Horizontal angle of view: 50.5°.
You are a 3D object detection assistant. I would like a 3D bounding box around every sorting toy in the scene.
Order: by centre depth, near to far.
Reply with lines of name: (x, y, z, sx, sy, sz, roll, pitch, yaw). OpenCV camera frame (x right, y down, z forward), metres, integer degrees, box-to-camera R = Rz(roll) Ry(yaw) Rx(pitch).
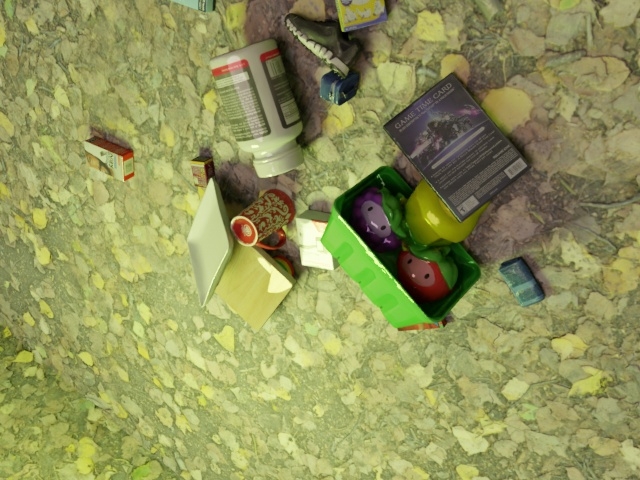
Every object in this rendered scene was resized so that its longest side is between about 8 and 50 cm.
sorting toy: (-0.207, 0.101, 2.055, 0.255, 0.089, 0.257, 43, 130, 6)

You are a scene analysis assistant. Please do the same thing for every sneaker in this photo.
sneaker: (0.012, -0.481, 1.593, 0.106, 0.078, 0.234, -48, 62, 8)

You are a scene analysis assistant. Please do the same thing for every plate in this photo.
plate: (-0.314, 0.007, 1.971, 0.278, 0.045, 0.277, -61, 36, 39)

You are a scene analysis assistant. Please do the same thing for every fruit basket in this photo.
fruit basket: (0.230, -0.020, 1.584, 0.392, 0.283, 0.392, 24, 132, 29)

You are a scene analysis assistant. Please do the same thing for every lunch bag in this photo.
lunch bag: (0.047, -0.365, 1.612, 0.065, 0.098, 0.067, 27, 137, 24)

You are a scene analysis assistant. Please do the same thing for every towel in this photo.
towel: (0.483, 0.101, 1.629, 0.067, 0.029, 0.119, -28, 98, 40)

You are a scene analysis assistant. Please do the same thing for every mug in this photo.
mug: (-0.151, -0.047, 1.880, 0.150, 0.169, 0.113, 50, 131, 1)

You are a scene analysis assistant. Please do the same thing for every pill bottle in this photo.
pill bottle: (-0.148, -0.330, 1.714, 0.176, 0.176, 0.319, -5, 112, 36)

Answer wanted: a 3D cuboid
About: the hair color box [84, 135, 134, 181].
hair color box: (-0.683, -0.264, 2.195, 0.167, 0.053, 0.093, 23, 127, 23)

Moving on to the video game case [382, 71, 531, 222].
video game case: (0.297, -0.204, 1.488, 0.196, 0.026, 0.274, -38, 83, 0)

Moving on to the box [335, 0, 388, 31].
box: (0.079, -0.560, 1.487, 0.105, 0.043, 0.179, -16, 109, -3)

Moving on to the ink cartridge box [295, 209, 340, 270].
ink cartridge box: (0.000, 0.000, 1.875, 0.109, 0.063, 0.150, 9, 119, 30)

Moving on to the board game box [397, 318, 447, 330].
board game box: (0.225, 0.112, 1.811, 0.145, 0.027, 0.281, -10, 109, 38)

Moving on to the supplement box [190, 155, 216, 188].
supplement box: (-0.346, -0.202, 2.008, 0.055, 0.043, 0.083, 11, 120, 28)

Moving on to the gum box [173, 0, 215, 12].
gum box: (-0.349, -0.688, 1.738, 0.184, 0.041, 0.157, 25, 126, 20)
